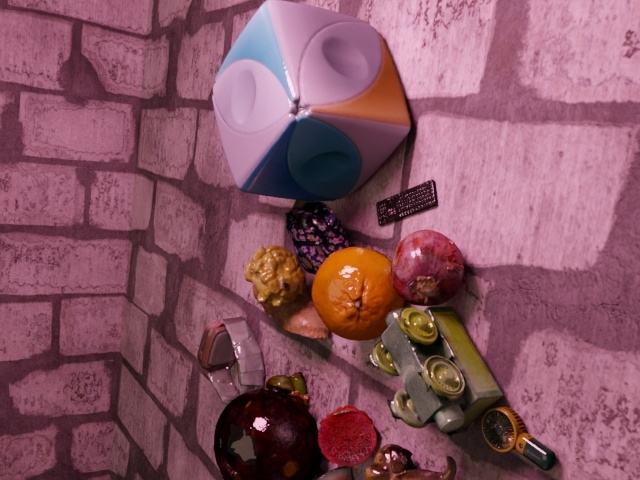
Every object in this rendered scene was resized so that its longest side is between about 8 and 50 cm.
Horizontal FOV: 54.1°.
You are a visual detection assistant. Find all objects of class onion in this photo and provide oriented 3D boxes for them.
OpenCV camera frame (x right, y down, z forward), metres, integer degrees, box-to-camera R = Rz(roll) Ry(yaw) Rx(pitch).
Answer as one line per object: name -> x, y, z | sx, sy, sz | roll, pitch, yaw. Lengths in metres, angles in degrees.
onion -> 0.222, 0.045, 1.318 | 0.195, 0.159, 0.160 | -80, 12, -59

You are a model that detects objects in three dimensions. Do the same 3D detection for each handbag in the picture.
handbag -> 0.000, 0.000, 1.600 | 0.228, 0.126, 0.208 | 15, 141, 57

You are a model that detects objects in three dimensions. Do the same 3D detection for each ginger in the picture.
ginger -> -0.085, 0.179, 1.784 | 0.354, 0.126, 0.190 | 45, 115, 44

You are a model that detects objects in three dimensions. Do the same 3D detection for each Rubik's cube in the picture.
Rubik's cube -> -0.031, -0.323, 1.517 | 0.351, 0.347, 0.352 | -40, 56, 48

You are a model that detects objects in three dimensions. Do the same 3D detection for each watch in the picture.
watch -> -0.280, 0.403, 2.044 | 0.241, 0.161, 0.254 | 40, 122, 41

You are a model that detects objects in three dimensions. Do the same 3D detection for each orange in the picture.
orange -> 0.086, 0.123, 1.450 | 0.219, 0.193, 0.220 | -4, 80, 22

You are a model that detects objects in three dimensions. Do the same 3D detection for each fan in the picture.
fan -> 0.369, 0.369, 1.160 | 0.155, 0.039, 0.082 | 32, 114, 51

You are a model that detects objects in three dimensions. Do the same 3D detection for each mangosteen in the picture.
mangosteen -> -0.119, 0.531, 1.709 | 0.306, 0.359, 0.306 | 30, 139, 30

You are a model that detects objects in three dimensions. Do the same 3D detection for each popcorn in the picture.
popcorn -> -0.118, 0.098, 1.667 | 0.142, 0.173, 0.174 | -13, 76, 28

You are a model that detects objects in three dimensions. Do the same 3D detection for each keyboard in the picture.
keyboard -> 0.197, -0.085, 1.463 | 0.204, 0.013, 0.061 | -21, 71, 54

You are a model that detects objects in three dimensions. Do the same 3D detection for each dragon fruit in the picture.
dragon fruit -> 0.071, 0.468, 1.560 | 0.111, 0.152, 0.153 | -86, 6, -77

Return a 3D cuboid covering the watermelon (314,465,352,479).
watermelon -> 0.008, 0.682, 1.593 | 0.202, 0.207, 0.136 | 7, 121, 41

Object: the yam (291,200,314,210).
yam -> -0.040, -0.119, 1.788 | 0.132, 0.054, 0.054 | -57, 45, 39

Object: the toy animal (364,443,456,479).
toy animal -> 0.196, 0.536, 1.352 | 0.233, 0.121, 0.169 | -12, 68, 53

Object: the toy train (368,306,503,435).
toy train -> 0.225, 0.252, 1.252 | 0.159, 0.188, 0.272 | -58, 42, 37
